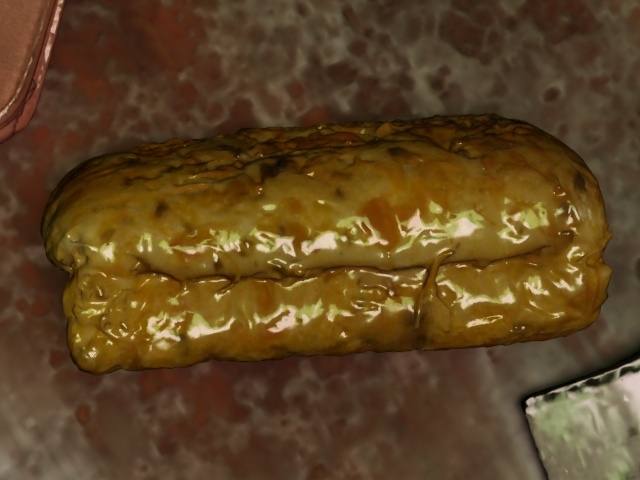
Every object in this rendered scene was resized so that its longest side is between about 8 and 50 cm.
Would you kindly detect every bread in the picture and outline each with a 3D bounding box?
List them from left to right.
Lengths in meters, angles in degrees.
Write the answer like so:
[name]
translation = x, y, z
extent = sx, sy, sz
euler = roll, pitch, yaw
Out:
[bread]
translation = 0.000, 0.000, 0.619
extent = 0.211, 0.114, 0.083
euler = -6, 105, -8

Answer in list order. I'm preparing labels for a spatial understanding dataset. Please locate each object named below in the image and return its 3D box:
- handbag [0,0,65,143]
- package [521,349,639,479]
[handbag]
translation = -0.201, -0.131, 0.621
extent = 0.212, 0.059, 0.157
euler = 15, 87, -6
[package]
translation = 0.233, 0.114, 0.670
extent = 0.251, 0.062, 0.204
euler = -21, 90, -4
